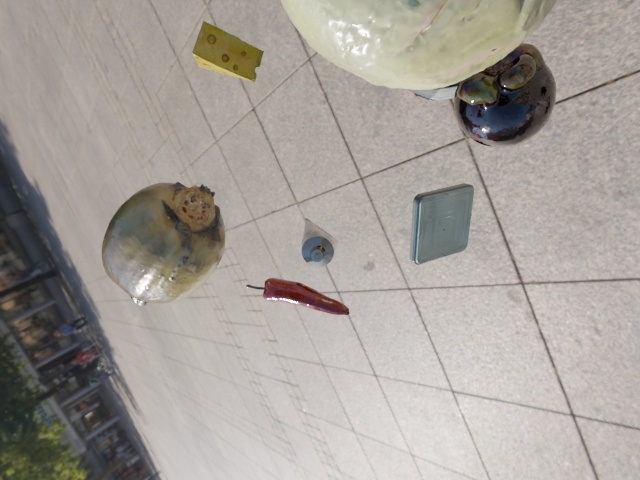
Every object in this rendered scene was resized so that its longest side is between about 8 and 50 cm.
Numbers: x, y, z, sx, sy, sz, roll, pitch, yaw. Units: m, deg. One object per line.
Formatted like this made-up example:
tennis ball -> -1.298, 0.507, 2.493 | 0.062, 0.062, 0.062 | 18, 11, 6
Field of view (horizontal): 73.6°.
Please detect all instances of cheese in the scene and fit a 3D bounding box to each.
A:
cheese -> -0.249, -0.507, 1.177 | 0.126, 0.171, 0.093 | -142, 70, -80

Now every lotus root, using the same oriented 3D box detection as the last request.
lotus root -> -0.280, 0.026, 0.740 | 0.183, 0.182, 0.310 | 54, 132, 6

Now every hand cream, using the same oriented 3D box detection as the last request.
hand cream -> 0.000, 0.000, 1.155 | 0.124, 0.341, 0.078 | 35, 102, -5

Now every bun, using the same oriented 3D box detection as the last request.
bun -> 0.077, -0.253, 0.341 | 0.244, 0.243, 0.153 | 54, 162, 7

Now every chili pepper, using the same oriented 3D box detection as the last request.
chili pepper -> -0.059, 0.130, 1.019 | 0.272, 0.071, 0.063 | 11, 88, 23

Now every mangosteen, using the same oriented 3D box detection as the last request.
mangosteen -> 0.366, -0.290, 0.858 | 0.210, 0.210, 0.210 | 32, 139, 34

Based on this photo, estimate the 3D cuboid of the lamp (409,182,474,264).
lamp -> 0.443, -0.060, 1.565 | 0.047, 0.266, 0.269 | 37, 135, 54

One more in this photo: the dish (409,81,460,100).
dish -> 0.330, -0.466, 1.146 | 0.316, 0.316, 0.106 | 34, 158, 33
